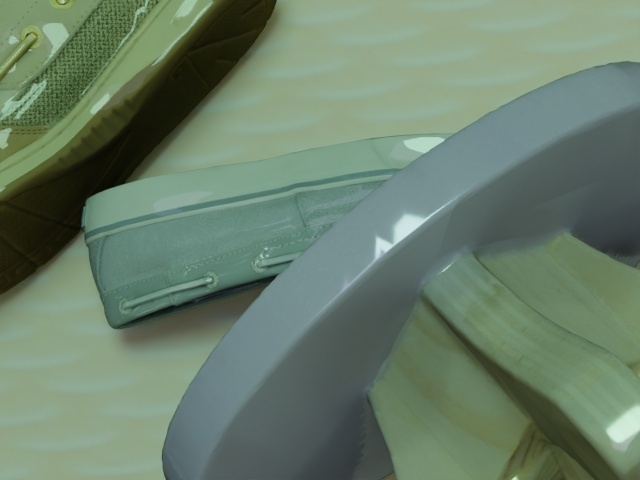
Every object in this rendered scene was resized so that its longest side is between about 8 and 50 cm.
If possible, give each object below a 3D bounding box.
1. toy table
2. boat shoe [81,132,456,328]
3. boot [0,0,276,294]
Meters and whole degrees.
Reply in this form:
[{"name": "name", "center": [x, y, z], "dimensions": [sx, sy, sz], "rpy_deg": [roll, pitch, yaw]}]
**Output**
[{"name": "toy table", "center": [0.090, 0.070, 0.595], "dimensions": [0.274, 0.252, 0.161], "rpy_deg": [-45, 58, 6]}, {"name": "boat shoe", "center": [-0.001, 0.000, 0.698], "dimensions": [0.227, 0.079, 0.081], "rpy_deg": [-9, 86, 12]}, {"name": "boot", "center": [-0.178, -0.101, 0.730], "dimensions": [0.203, 0.095, 0.262], "rpy_deg": [43, 85, 14]}]
